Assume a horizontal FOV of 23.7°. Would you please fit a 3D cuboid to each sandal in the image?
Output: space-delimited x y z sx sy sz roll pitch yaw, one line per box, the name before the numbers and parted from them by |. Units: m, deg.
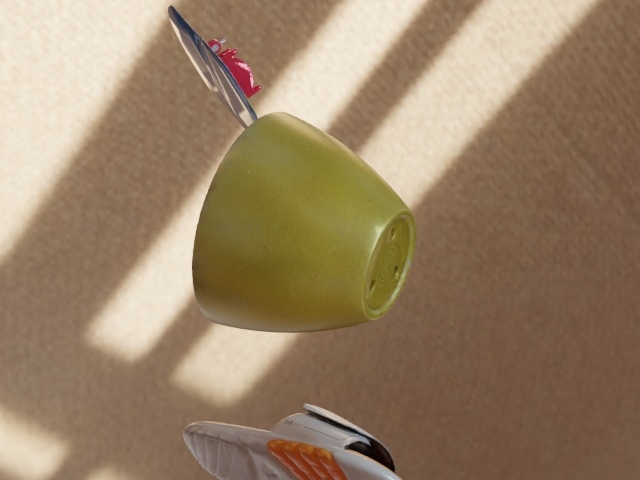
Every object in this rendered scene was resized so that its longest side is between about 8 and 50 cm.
sandal | -0.012 0.190 1.407 0.265 0.076 0.102 10 139 36

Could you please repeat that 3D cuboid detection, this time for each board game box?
board game box | -0.085 -0.162 1.454 0.033 0.169 0.133 -36 146 -8

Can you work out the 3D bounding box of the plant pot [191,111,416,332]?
plant pot | 0.000 0.000 0.904 0.095 0.134 0.134 18 147 24
